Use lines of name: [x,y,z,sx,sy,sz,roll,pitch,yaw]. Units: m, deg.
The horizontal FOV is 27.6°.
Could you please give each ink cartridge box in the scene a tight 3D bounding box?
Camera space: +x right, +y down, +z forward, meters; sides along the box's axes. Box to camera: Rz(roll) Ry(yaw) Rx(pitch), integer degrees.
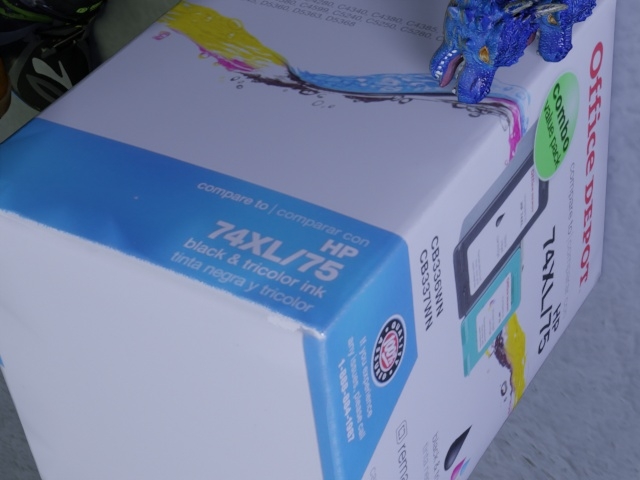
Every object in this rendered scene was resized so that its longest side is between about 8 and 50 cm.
ink cartridge box: [0.000,0.000,0.639,0.197,0.270,0.198,18,137,27]

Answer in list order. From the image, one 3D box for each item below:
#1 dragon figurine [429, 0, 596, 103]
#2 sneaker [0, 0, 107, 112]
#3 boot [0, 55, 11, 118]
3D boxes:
dragon figurine: [0.061,-0.205,0.521,0.144,0.085,0.289,19,114,30]
sneaker: [-0.167,-0.150,0.814,0.078,0.067,0.188,31,139,26]
boot: [-0.279,-0.182,0.778,0.295,0.104,0.211,47,157,56]
